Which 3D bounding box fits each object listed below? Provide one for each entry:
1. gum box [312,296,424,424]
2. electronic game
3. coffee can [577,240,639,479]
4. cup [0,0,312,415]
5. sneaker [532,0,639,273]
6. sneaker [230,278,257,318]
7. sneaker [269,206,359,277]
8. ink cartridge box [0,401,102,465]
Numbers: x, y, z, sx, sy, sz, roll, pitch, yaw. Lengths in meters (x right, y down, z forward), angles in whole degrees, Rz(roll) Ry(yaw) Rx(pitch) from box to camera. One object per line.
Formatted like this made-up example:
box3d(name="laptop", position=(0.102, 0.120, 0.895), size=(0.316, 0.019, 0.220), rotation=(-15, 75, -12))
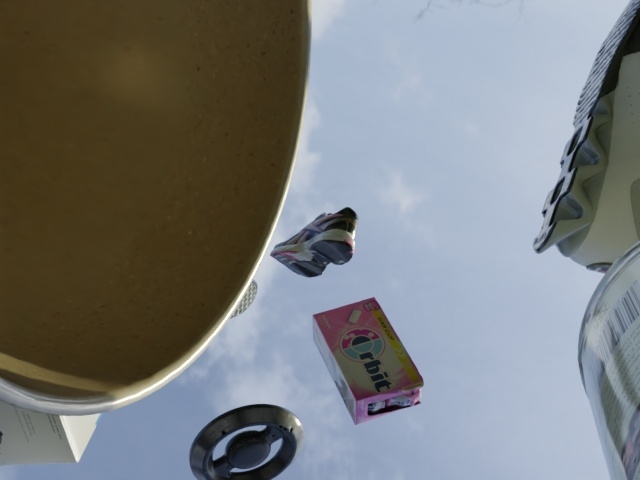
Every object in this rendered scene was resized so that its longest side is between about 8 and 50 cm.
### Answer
box3d(name="gum box", position=(0.070, 0.181, 1.149), size=(0.107, 0.062, 0.188), rotation=(-15, -136, -15))
box3d(name="electronic game", position=(-0.142, 0.406, 1.485), size=(0.229, 0.229, 0.048), rotation=(-10, -143, -16))
box3d(name="coffee can", position=(0.248, 0.112, 0.380), size=(0.201, 0.201, 0.275), rotation=(16, -160, 7))
box3d(name="cup", position=(-0.176, -0.103, 0.394), size=(0.237, 0.331, 0.331), rotation=(11, -133, 20))
box3d(name="sneaker", position=(0.336, -0.118, 0.768), size=(0.146, 0.122, 0.330), rotation=(19, -95, 6))
box3d(name="sneaker", position=(-0.213, 0.049, 1.147), size=(0.163, 0.086, 0.226), rotation=(36, -161, 34))
box3d(name="sneaker", position=(0.000, 0.000, 1.096), size=(0.072, 0.178, 0.077), rotation=(39, -121, -27))
box3d(name="ink cartridge box", position=(-0.464, 0.219, 1.139), size=(0.232, 0.168, 0.171), rotation=(-4, -152, 8))
